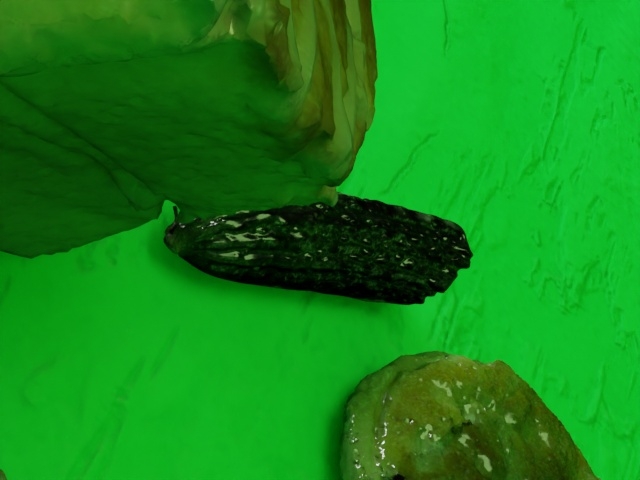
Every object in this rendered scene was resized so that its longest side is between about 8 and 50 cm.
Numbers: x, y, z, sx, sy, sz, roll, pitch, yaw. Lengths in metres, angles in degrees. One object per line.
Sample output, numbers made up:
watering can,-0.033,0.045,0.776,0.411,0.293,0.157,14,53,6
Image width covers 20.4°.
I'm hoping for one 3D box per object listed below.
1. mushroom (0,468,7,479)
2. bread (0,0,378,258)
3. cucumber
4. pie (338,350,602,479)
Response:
mushroom,-0.275,0.016,0.861,0.351,0.097,0.109,49,38,-21
bread,-0.140,-0.208,0.910,0.371,0.279,0.390,43,39,-69
cucumber,0.000,-0.001,1.236,0.265,0.077,0.077,12,57,-49
pie,0.123,0.199,1.250,0.277,0.078,0.277,33,42,-36
